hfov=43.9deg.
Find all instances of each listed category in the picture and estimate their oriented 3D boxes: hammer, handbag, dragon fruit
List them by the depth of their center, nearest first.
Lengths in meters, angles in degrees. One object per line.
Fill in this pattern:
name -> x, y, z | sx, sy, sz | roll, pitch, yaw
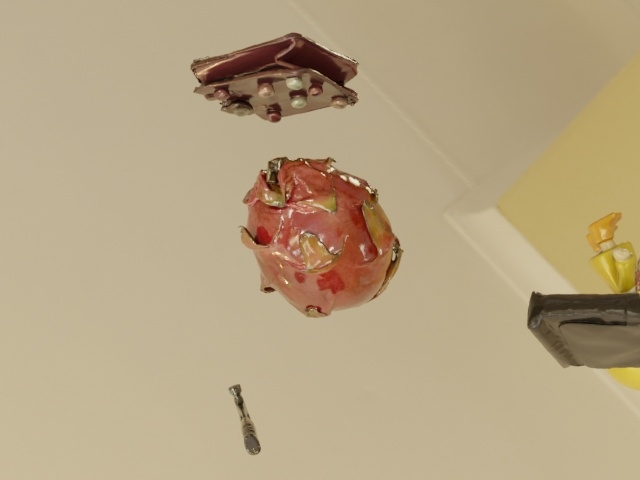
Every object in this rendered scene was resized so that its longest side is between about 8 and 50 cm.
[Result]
hammer -> -0.103, 0.263, 1.119 | 0.021, 0.201, 0.078 | -19, -83, -8
handbag -> -0.068, -0.245, 1.246 | 0.203, 0.216, 0.073 | 11, -106, -59
dragon fruit -> 0.001, 0.002, 1.288 | 0.251, 0.315, 0.250 | -3, -119, 6
handbag -> 0.475, 0.144, 1.305 | 0.247, 0.223, 0.080 | 40, -128, -49

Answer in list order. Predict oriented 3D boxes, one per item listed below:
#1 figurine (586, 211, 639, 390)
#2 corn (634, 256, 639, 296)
figurine -> 0.614, 0.126, 1.560 | 0.215, 0.187, 0.343 | 16, -126, -58
corn -> 0.378, -0.041, 0.774 | 0.080, 0.237, 0.079 | 12, -150, -7
